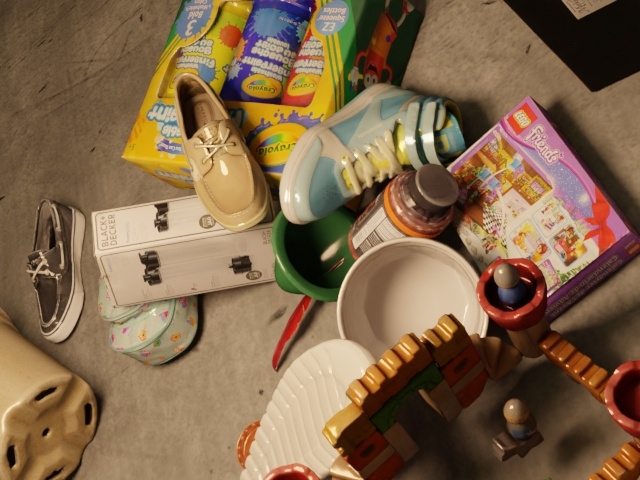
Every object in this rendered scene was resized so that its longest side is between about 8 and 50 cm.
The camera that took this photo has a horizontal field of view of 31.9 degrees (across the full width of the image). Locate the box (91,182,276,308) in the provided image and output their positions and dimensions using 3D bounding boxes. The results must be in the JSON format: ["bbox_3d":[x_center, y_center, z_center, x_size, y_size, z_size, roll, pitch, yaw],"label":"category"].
[{"bbox_3d":[-0.213,0.010,1.819,0.290,0.169,0.087,-11,56,-3],"label":"box"}]

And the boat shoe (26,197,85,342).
[{"bbox_3d":[-0.533,0.053,2.216,0.108,0.102,0.301,-20,56,33],"label":"boat shoe"}]

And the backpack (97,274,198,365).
[{"bbox_3d":[-0.299,0.116,1.955,0.166,0.144,0.188,-25,57,23],"label":"backpack"}]

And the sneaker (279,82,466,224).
[{"bbox_3d":[0.095,-0.129,1.683,0.208,0.127,0.319,12,48,40],"label":"sneaker"}]

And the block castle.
[{"bbox_3d":[0.172,0.255,1.311,0.453,0.213,0.303,-43,53,-6],"label":"block castle"}]

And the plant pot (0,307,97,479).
[{"bbox_3d":[-0.583,0.299,2.013,0.305,0.334,0.334,19,81,33],"label":"plant pot"}]

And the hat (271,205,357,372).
[{"bbox_3d":[-0.044,0.054,1.785,0.183,0.173,0.208,-40,12,50],"label":"hat"}]

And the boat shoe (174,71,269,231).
[{"bbox_3d":[-0.166,-0.143,1.755,0.109,0.098,0.302,-25,54,2],"label":"boat shoe"}]

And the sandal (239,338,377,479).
[{"bbox_3d":[-0.008,0.283,1.594,0.416,0.102,0.169,-57,48,38],"label":"sandal"}]

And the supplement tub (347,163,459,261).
[{"bbox_3d":[0.125,-0.033,1.636,0.198,0.106,0.106,131,142,-51],"label":"supplement tub"}]

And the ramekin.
[{"bbox_3d":[0.131,0.097,1.557,0.207,0.109,0.207,0,91,9],"label":"ramekin"}]

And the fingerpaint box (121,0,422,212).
[{"bbox_3d":[-0.094,-0.265,1.942,0.445,0.163,0.371,10,76,40],"label":"fingerpaint box"}]

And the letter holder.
[{"bbox_3d":[0.351,-0.384,1.530,0.152,0.302,0.214,-25,54,30],"label":"letter holder"}]

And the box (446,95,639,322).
[{"bbox_3d":[0.295,-0.039,1.574,0.201,0.057,0.293,-42,47,19],"label":"box"}]

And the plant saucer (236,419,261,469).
[{"bbox_3d":[-0.097,0.324,1.760,0.083,0.013,0.083,-19,58,33],"label":"plant saucer"}]
